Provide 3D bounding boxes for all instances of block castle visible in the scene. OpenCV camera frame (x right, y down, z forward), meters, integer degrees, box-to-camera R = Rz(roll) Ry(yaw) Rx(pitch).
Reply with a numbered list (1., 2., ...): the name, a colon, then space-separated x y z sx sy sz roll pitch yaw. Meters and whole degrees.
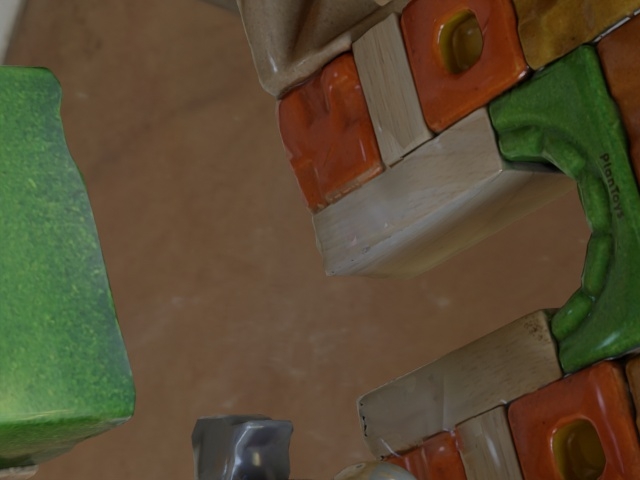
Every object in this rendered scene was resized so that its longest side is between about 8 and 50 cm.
1. block castle: 0.000 0.000 0.526 0.213 0.303 0.453 -31 67 43
